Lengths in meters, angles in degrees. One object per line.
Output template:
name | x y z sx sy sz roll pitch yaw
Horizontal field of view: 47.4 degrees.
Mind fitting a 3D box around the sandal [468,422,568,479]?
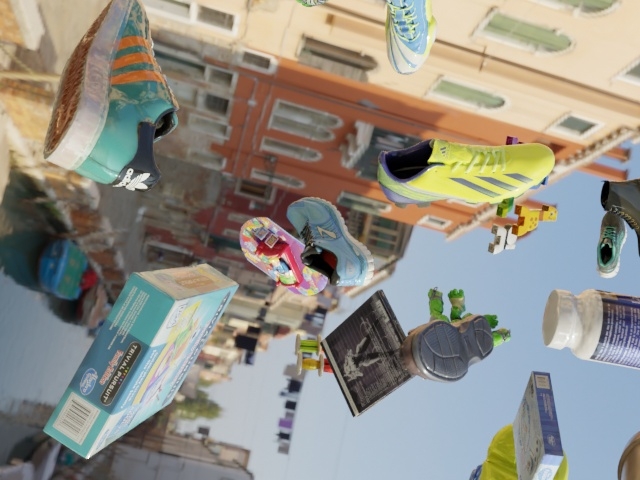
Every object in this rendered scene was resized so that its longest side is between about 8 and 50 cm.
sandal | 0.203 0.384 0.898 0.317 0.126 0.138 -54 167 -21

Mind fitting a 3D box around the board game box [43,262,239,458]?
board game box | -0.259 0.168 1.141 0.254 0.079 0.336 -59 173 5

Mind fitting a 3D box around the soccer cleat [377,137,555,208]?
soccer cleat | 0.232 -0.122 1.194 0.121 0.289 0.093 64 26 -45

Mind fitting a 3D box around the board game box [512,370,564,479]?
board game box | 0.202 0.186 0.683 0.090 0.020 0.090 -81 176 -47

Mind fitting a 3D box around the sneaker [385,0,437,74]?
sneaker | 0.126 -0.371 1.141 0.126 0.091 0.240 -29 135 -46

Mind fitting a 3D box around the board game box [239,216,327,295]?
board game box | -0.070 0.039 1.194 0.033 0.169 0.133 -52 179 -38

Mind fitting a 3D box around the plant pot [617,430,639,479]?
plant pot | 0.907 0.671 1.862 0.280 0.323 0.323 -21 135 -54

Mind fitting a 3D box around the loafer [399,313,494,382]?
loafer | 0.210 0.194 1.287 0.095 0.302 0.109 -18 -99 34

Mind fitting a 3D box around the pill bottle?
pill bottle | 0.615 0.186 1.536 0.153 0.265 0.153 10 90 -88

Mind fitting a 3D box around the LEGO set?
LEGO set | 0.397 -0.077 1.384 0.087 0.093 0.227 32 -61 59

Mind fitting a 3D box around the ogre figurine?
ogre figurine | 0.314 0.186 1.587 0.097 0.197 0.118 -41 -174 39

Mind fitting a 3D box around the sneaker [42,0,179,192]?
sneaker | -0.226 -0.171 0.840 0.108 0.121 0.302 -36 -141 33

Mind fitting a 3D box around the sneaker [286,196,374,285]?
sneaker | 0.000 0.000 0.951 0.162 0.073 0.063 47 -45 36

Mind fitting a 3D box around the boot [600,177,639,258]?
boot | 0.702 -0.046 1.665 0.077 0.137 0.198 165 -75 -82

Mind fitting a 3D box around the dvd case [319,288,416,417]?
dvd case | 0.088 0.215 1.359 0.221 0.018 0.164 -48 -120 44

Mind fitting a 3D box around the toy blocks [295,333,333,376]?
toy blocks | 0.019 0.267 1.680 0.123 0.148 0.054 -99 -163 -60

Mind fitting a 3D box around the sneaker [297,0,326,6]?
sneaker | -0.010 -0.607 1.687 0.146 0.134 0.343 -36 -179 7

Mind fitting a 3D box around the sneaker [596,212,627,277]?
sneaker | 0.697 0.003 1.752 0.076 0.065 0.166 29 67 -59
